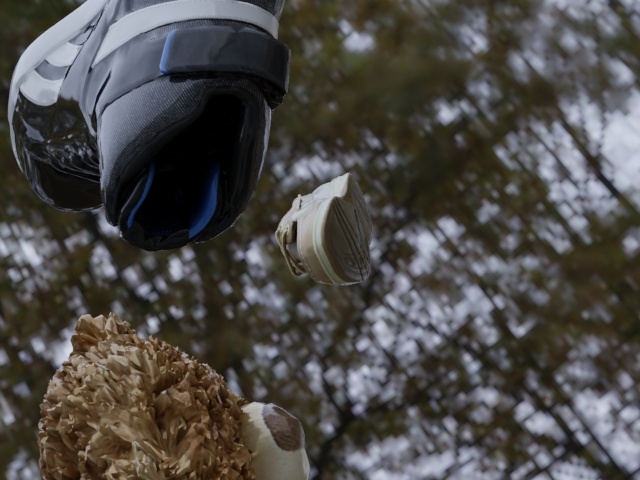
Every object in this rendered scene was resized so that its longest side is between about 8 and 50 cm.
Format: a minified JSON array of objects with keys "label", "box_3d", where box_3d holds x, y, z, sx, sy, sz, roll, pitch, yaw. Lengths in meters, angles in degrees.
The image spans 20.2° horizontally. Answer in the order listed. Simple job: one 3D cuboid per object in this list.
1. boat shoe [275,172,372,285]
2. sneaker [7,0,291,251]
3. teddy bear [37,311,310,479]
[{"label":"boat shoe","box_3d":[0.000,0.000,0.988,0.045,0.135,0.050,-22,-81,11]},{"label":"sneaker","box_3d":[-0.083,-0.037,0.754,0.079,0.121,0.217,14,-32,-22]},{"label":"teddy bear","box_3d":[-0.051,0.194,0.887,0.113,0.245,0.338,-1,-75,9]}]
